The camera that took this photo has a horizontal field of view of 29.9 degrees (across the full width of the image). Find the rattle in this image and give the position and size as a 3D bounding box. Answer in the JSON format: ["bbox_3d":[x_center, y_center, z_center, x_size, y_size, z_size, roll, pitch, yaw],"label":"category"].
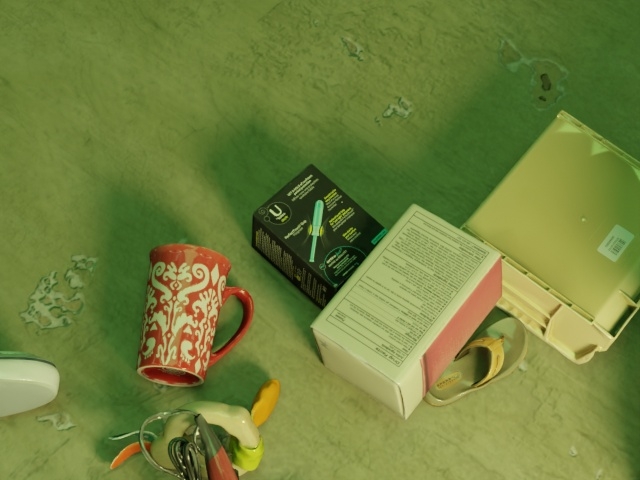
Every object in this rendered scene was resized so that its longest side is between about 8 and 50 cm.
[{"bbox_3d":[-0.167,0.233,1.566,0.200,0.130,0.142,-10,50,20],"label":"rattle"}]

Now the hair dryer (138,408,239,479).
[{"bbox_3d":[-0.097,0.342,1.466,0.293,0.080,0.223,15,89,-19],"label":"hair dryer"}]

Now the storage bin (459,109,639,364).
[{"bbox_3d":[0.357,-0.005,1.694,0.260,0.123,0.262,37,66,13],"label":"storage bin"}]

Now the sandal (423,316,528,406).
[{"bbox_3d":[0.214,0.165,1.637,0.180,0.049,0.072,-29,69,-17],"label":"sandal"}]

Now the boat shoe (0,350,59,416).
[{"bbox_3d":[-0.519,0.145,1.557,0.367,0.136,0.156,-5,60,4],"label":"boat shoe"}]

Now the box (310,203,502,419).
[{"bbox_3d":[0.119,0.094,1.602,0.148,0.127,0.232,32,70,24],"label":"box"}]

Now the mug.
[{"bbox_3d":[-0.170,0.105,1.607,0.150,0.113,0.169,7,66,1],"label":"mug"}]

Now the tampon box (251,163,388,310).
[{"bbox_3d":[0.000,0.000,1.674,0.161,0.101,0.120,42,67,16],"label":"tampon box"}]
